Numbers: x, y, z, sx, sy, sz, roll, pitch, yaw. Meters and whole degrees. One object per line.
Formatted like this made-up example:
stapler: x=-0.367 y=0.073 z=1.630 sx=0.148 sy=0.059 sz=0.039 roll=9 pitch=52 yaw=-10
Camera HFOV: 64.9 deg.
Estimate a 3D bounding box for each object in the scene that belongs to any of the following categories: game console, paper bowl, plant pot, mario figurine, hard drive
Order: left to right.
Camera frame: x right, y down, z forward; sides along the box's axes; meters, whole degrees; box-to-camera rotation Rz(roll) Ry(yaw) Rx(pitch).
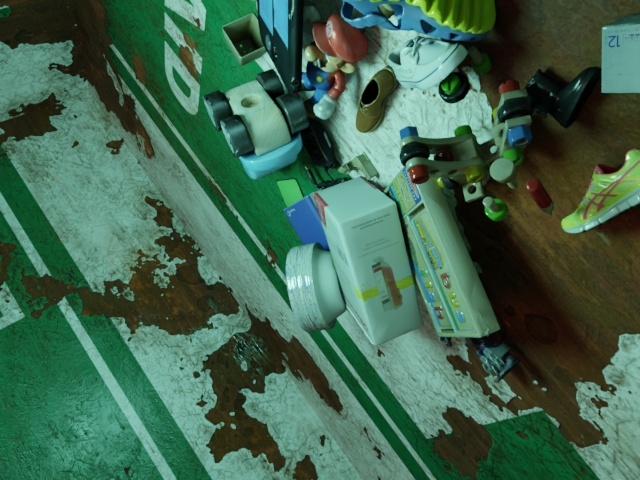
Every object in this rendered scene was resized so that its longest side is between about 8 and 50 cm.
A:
plant pot: x=-0.225 y=-0.591 z=1.511 sx=0.109 sy=0.108 sz=0.096 roll=58 pitch=164 yaw=1
game console: x=-0.102 y=-0.600 z=1.201 sx=0.387 sy=0.060 sz=0.342 roll=93 pitch=164 yaw=-47
mario figurine: x=-0.012 y=-0.431 z=1.237 sx=0.198 sy=0.170 sz=0.320 roll=33 pitch=158 yaw=-6
hard drive: x=0.000 y=0.000 z=1.770 sx=0.319 sy=0.040 sz=0.210 roll=60 pitch=151 yaw=-5
paper bowl: x=0.001 y=0.147 z=1.634 sx=0.284 sy=0.147 sz=0.285 roll=-12 pitch=-90 yaw=-78

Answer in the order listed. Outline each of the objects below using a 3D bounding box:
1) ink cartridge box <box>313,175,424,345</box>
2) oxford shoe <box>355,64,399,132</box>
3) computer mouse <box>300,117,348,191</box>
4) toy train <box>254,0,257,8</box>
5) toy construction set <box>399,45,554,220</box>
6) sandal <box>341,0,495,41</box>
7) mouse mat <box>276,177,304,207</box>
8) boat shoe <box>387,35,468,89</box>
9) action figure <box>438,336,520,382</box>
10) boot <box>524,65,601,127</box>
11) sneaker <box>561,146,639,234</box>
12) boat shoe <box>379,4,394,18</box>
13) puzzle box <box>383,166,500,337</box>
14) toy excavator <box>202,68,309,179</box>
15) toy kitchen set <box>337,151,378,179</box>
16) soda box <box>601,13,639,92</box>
ink cartridge box: x=0.131 y=0.050 z=1.407 sx=0.279 sy=0.160 sz=0.385 roll=-126 pitch=17 yaw=-64
oxford shoe: x=0.118 y=-0.335 z=1.232 sx=0.076 sy=0.076 sz=0.212 roll=49 pitch=152 yaw=14
computer mouse: x=-0.007 y=-0.264 z=1.530 sx=0.262 sy=0.060 sz=0.184 roll=58 pitch=156 yaw=-11
toy train: x=-0.224 y=-0.716 z=1.338 sx=0.105 sy=0.143 sz=0.248 roll=41 pitch=147 yaw=31
toy construction set: x=0.329 y=-0.148 z=0.970 sx=0.237 sy=0.257 sz=0.309 roll=25 pitch=-152 yaw=-50
sandal: x=0.160 y=-0.434 z=0.915 sx=0.317 sy=0.126 sz=0.138 roll=17 pitch=168 yaw=-2
mouse mat: x=-0.092 y=-0.137 z=1.833 sx=0.152 sy=0.007 sz=0.190 roll=5 pitch=120 yaw=57
boat shoe: x=0.193 y=-0.353 z=0.985 sx=0.084 sy=0.095 sz=0.258 roll=42 pitch=178 yaw=-17
action figure: x=0.390 y=0.235 z=1.327 sx=0.285 sy=0.099 sz=0.185 roll=47 pitch=155 yaw=27
boot: x=0.410 y=-0.263 z=0.868 sx=0.099 sy=0.045 sz=0.121 roll=47 pitch=150 yaw=28
sneaker: x=0.497 y=-0.085 z=0.874 sx=0.094 sy=0.081 sz=0.208 roll=60 pitch=146 yaw=13
boat shoe: x=0.099 y=-0.546 z=1.067 sx=0.178 sy=0.064 sz=0.060 roll=54 pitch=150 yaw=3
puzzle box: x=0.268 y=0.031 z=1.195 sx=0.272 sy=0.052 sz=0.410 roll=118 pitch=131 yaw=-77
toy excavator: x=-0.190 y=-0.295 z=1.559 sx=0.433 sy=0.222 sz=0.445 roll=55 pitch=166 yaw=39
toy kitchen set: x=0.100 y=-0.188 z=1.408 sx=0.075 sy=0.068 sz=0.083 roll=56 pitch=152 yaw=5
soda box: x=0.524 y=-0.248 z=0.643 sx=0.286 sy=0.091 sz=0.098 roll=19 pitch=131 yaw=50
